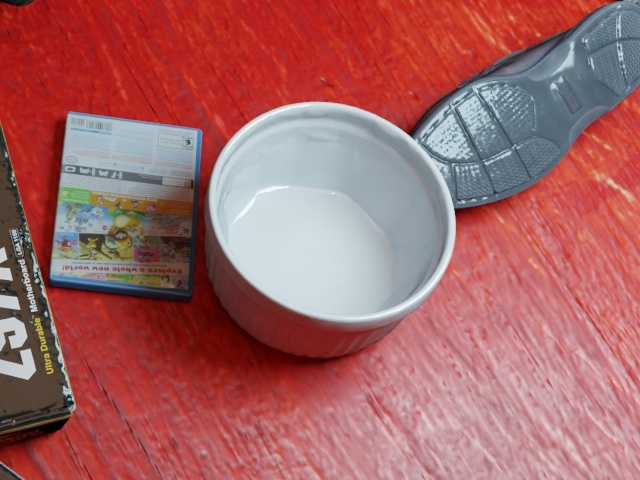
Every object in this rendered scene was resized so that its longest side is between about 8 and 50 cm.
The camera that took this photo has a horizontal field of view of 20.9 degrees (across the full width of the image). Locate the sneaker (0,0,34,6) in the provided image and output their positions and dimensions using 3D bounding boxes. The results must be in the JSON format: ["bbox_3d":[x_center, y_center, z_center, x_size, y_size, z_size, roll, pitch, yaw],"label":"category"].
[{"bbox_3d":[-0.331,-0.292,1.472,0.276,0.097,0.135,34,26,-19],"label":"sneaker"}]

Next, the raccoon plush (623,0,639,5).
[{"bbox_3d":[0.393,-0.367,1.754,0.446,0.216,0.299,34,38,-28],"label":"raccoon plush"}]

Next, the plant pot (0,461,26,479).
[{"bbox_3d":[-0.217,0.274,1.198,0.187,0.188,0.167,36,72,7],"label":"plant pot"}]

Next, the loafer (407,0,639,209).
[{"bbox_3d":[0.179,-0.117,1.578,0.302,0.095,0.109,-34,103,-23],"label":"loafer"}]

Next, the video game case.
[{"bbox_3d":[-0.164,-0.030,1.471,0.119,0.015,0.166,7,59,-11],"label":"video game case"}]

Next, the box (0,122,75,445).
[{"bbox_3d":[-0.353,0.018,1.328,0.257,0.079,0.322,-11,76,-21],"label":"box"}]

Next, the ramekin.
[{"bbox_3d":[0.000,0.000,1.440,0.207,0.109,0.207,6,59,-10],"label":"ramekin"}]
